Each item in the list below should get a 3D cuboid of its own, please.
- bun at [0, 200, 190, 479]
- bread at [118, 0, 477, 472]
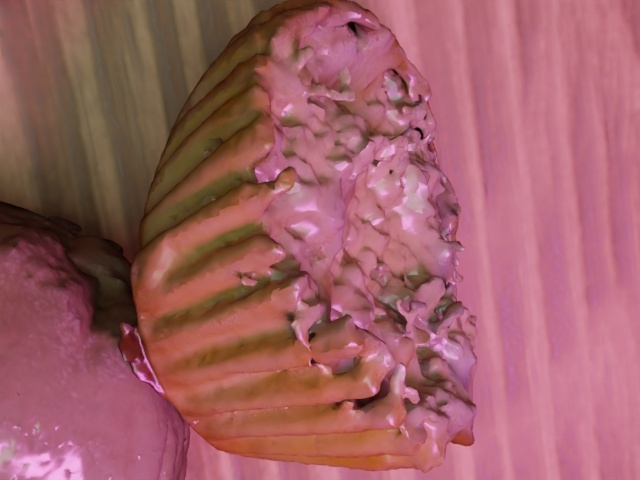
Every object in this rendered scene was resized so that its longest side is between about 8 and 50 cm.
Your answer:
[{"bbox_3d":[-0.203,0.078,0.600,0.281,0.281,0.205,8,58,-6],"label":"bun"},{"bbox_3d":[0.000,0.000,0.593,0.149,0.274,0.274,-14,103,21],"label":"bread"}]
